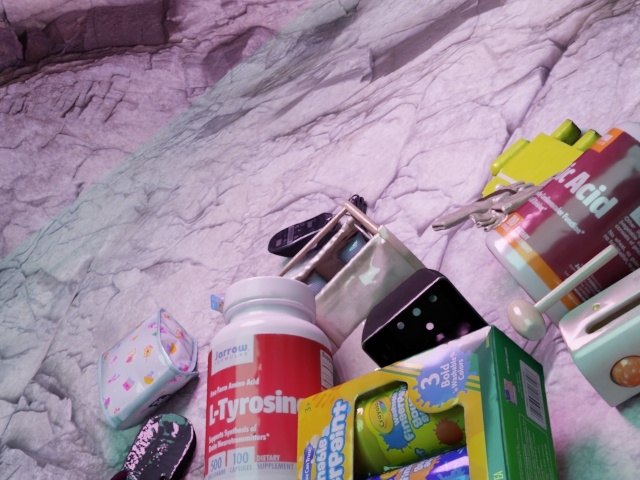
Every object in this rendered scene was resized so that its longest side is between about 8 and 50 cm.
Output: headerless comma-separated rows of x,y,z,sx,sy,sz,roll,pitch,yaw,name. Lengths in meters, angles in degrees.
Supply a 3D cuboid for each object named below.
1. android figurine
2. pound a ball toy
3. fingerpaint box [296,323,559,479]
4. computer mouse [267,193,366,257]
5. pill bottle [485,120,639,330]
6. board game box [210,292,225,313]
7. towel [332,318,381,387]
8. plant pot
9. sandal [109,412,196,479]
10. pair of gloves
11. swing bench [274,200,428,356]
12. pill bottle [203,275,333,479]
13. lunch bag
0.421,-0.123,1.914,0.273,0.056,0.248,-42,28,1,android figurine
0.457,0.108,1.395,0.319,0.208,0.136,-35,29,16,pound a ball toy
0.146,0.392,1.396,0.371,0.163,0.445,-26,44,31,fingerpaint box
0.000,0.000,2.306,0.262,0.060,0.184,-26,27,10,computer mouse
0.477,-0.044,1.552,0.392,0.224,0.224,-42,28,6,pill bottle
-0.130,0.147,2.192,0.211,0.160,0.039,12,105,59,board game box
0.073,0.290,1.770,0.187,0.049,0.282,-50,31,23,towel
0.188,0.157,1.733,0.187,0.188,0.167,-41,17,8,plant pot
-0.386,0.527,1.994,0.167,0.107,0.446,2,45,14,sandal
0.330,-0.061,1.758,0.204,0.042,0.240,-26,7,-22,pair of gloves
0.060,0.088,1.992,0.253,0.165,0.254,-46,28,-3,swing bench
-0.090,0.281,1.744,0.229,0.229,0.408,-24,53,33,pill bottle
-0.410,0.315,2.319,0.223,0.160,0.262,-40,23,7,lunch bag
